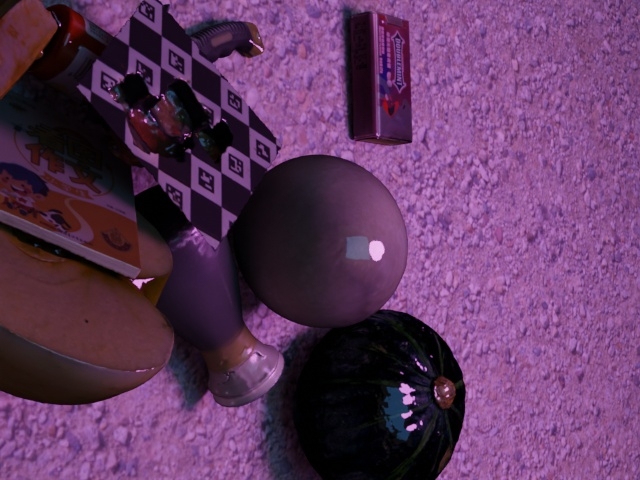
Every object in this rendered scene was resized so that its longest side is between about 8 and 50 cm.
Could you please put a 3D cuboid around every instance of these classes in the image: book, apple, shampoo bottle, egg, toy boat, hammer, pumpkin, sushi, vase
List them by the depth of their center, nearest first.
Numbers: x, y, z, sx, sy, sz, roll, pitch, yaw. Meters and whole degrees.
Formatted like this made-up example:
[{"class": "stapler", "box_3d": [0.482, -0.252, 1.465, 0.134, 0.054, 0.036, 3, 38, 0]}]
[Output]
[{"class": "apple", "box_3d": [-0.345, 0.023, 1.532, 0.360, 0.320, 0.312, 26, 72, -21]}, {"class": "toy boat", "box_3d": [-0.420, -0.218, 1.596, 0.089, 0.115, 0.310, 60, 34, -31]}, {"class": "book", "box_3d": [-0.324, -0.080, 1.619, 0.208, 0.020, 0.295, 25, 26, -26]}, {"class": "sushi", "box_3d": [-0.199, -0.155, 1.750, 0.294, 0.059, 0.292, 50, 34, -18]}, {"class": "shampoo bottle", "box_3d": [-0.278, -0.214, 1.799, 0.278, 0.104, 0.104, 32, 62, -42]}, {"class": "vase", "box_3d": [-0.173, 0.087, 1.851, 0.173, 0.173, 0.321, -55, 131, -38]}, {"class": "egg", "box_3d": [0.000, 0.000, 1.938, 0.352, 0.258, 0.258, -118, -167, -80]}, {"class": "hammer", "box_3d": [-0.176, -0.293, 1.981, 0.226, 0.041, 0.159, -28, 108, -47]}, {"class": "pumpkin", "box_3d": [0.111, 0.264, 2.094, 0.315, 0.238, 0.315, 15, 69, -45]}]

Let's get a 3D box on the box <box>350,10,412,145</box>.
[{"class": "box", "box_3d": [0.108, -0.283, 2.292, 0.120, 0.069, 0.224, 1, 84, -50]}]
